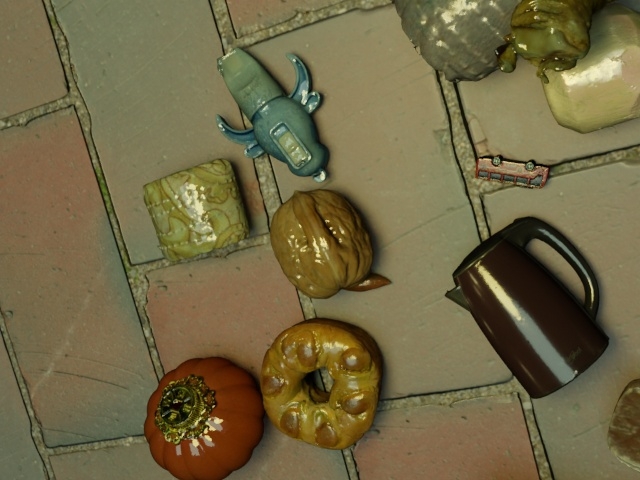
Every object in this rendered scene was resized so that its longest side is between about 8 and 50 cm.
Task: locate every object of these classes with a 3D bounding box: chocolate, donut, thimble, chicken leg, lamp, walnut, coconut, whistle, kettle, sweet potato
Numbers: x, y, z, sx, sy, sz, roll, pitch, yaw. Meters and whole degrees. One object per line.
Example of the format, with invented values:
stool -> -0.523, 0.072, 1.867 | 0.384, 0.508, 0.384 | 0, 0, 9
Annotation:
chocolate -> 0.568, 0.287, 1.164 | 0.254, 0.080, 0.156 | 14, 120, 17
donut -> 0.003, 0.240, 1.329 | 0.227, 0.114, 0.226 | 4, 103, 18
thimble -> -0.219, -0.050, 1.335 | 0.191, 0.137, 0.143 | -14, 99, 36
thimble -> 0.203, -0.349, 1.086 | 0.172, 0.205, 0.236 | -32, 86, 28
chicken leg -> 0.363, -0.351, 0.972 | 0.201, 0.152, 0.429 | 41, 68, 2
lamp -> -0.204, 0.314, 1.374 | 0.223, 0.196, 0.223 | -10, 62, 18
walnut -> 0.000, 0.000, 1.262 | 0.155, 0.155, 0.184 | -32, 81, 22
coconut -> 0.398, -0.235, 1.070 | 0.183, 0.171, 0.170 | -15, 96, 23
whistle -> -0.075, -0.203, 1.283 | 0.180, 0.093, 0.269 | -37, 82, 16
kettle -> 0.323, 0.091, 1.181 | 0.202, 0.144, 0.232 | -38, 84, 2
sweet potato -> 0.071, 0.070, 1.314 | 0.095, 0.034, 0.034 | -3, 100, 9

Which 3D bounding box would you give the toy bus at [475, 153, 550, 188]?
toy bus -> 0.295, -0.106, 1.200 | 0.110, 0.031, 0.043 | 12, 107, 18
